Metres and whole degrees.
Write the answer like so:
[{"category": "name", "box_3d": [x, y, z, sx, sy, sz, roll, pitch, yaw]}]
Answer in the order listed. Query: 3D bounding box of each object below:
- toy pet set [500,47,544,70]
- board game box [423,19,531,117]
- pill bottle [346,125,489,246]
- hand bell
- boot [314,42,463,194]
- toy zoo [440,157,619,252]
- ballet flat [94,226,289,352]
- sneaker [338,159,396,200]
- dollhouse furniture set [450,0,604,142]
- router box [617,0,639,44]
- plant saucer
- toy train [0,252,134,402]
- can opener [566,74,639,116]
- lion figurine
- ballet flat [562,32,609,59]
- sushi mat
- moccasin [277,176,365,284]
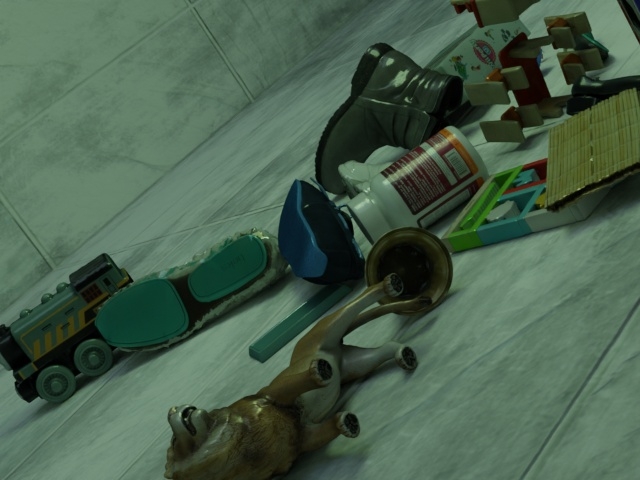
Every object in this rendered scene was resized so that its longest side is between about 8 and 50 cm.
[{"category": "toy pet set", "box_3d": [0.422, -0.350, 2.281, 0.122, 0.065, 0.114, -35, -19, -14]}, {"category": "board game box", "box_3d": [0.283, -0.353, 2.376, 0.303, 0.097, 0.224, -46, 7, -40]}, {"category": "pill bottle", "box_3d": [0.160, -0.083, 1.862, 0.221, 0.121, 0.121, -34, 16, -3]}, {"category": "hand bell", "box_3d": [0.109, 0.044, 1.683, 0.126, 0.126, 0.242, -35, 4, -6]}, {"category": "boot", "box_3d": [0.131, -0.205, 2.225, 0.223, 0.338, 0.118, 36, 25, 32]}, {"category": "toy zoo", "box_3d": [0.335, -0.072, 1.661, 0.293, 0.030, 0.192, -17, 23, 44]}, {"category": "ballet flat", "box_3d": [-0.228, 0.103, 2.116, 0.409, 0.147, 0.147, -24, 18, 20]}, {"category": "sneaker", "box_3d": [0.111, -0.109, 2.124, 0.115, 0.090, 0.232, -29, 25, -6]}, {"category": "dollhouse furniture set", "box_3d": [0.345, -0.332, 1.982, 0.262, 0.259, 0.135, -41, 28, -30]}, {"category": "router box", "box_3d": [0.478, -0.332, 1.585, 0.082, 0.335, 0.301, -28, 17, 15]}, {"category": "plant saucer", "box_3d": [-0.035, 0.127, 1.818, 0.192, 0.018, 0.067, -37, 17, -16]}, {"category": "toy train", "box_3d": [-0.485, 0.175, 2.225, 0.334, 0.190, 0.142, -35, 16, -5]}, {"category": "can opener", "box_3d": [0.486, -0.247, 1.855, 0.059, 0.073, 0.186, 3, -4, -36]}, {"category": "lion figurine", "box_3d": [-0.020, 0.190, 1.459, 0.240, 0.142, 0.392, -30, 1, 39]}, {"category": "ballet flat", "box_3d": [0.499, -0.367, 2.145, 0.074, 0.074, 0.203, -30, 23, 12]}, {"category": "sushi mat", "box_3d": [0.400, -0.138, 1.633, 0.151, 0.019, 0.316, -27, 17, 23]}, {"category": "moccasin", "box_3d": [0.000, 0.000, 1.939, 0.342, 0.117, 0.137, -106, 32, -62]}]
